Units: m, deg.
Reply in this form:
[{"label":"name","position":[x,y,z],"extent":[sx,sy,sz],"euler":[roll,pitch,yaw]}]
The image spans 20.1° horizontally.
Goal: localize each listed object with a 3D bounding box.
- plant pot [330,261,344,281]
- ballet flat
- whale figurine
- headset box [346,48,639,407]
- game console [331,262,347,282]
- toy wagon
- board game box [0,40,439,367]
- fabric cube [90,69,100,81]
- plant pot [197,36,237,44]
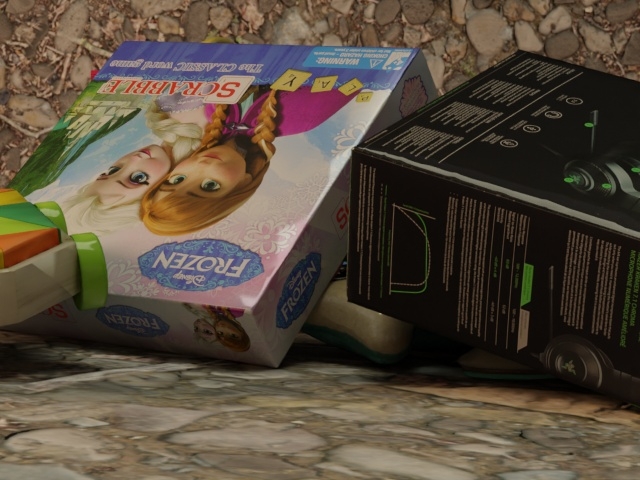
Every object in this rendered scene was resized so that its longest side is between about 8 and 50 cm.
[{"label":"plant pot","position":[-0.064,-0.012,1.710],"extent":[0.201,0.201,0.180],"euler":[3,-13,5]},{"label":"ballet flat","position":[0.211,0.074,1.369],"extent":[0.213,0.068,0.072],"euler":[3,3,-1]},{"label":"whale figurine","position":[0.093,0.044,1.494],"extent":[0.216,0.141,0.272],"euler":[20,35,29]},{"label":"headset box","position":[0.202,-0.016,1.317],"extent":[0.283,0.131,0.246],"euler":[18,32,30]},{"label":"game console","position":[0.000,0.000,2.097],"extent":[0.213,0.044,0.361],"euler":[-23,20,-17]},{"label":"toy wagon","position":[-0.319,0.011,1.348],"extent":[0.267,0.068,0.344],"euler":[-8,15,-20]},{"label":"board game box","position":[-0.107,-0.045,1.504],"extent":[0.318,0.066,0.318],"euler":[4,45,31]},{"label":"fabric cube","position":[-0.186,-0.120,2.698],"extent":[0.254,0.258,0.259],"euler":[2,4,-31]},{"label":"plant pot","position":[-0.173,-0.072,2.022],"extent":[0.239,0.254,0.254],"euler":[-19,-3,17]}]
